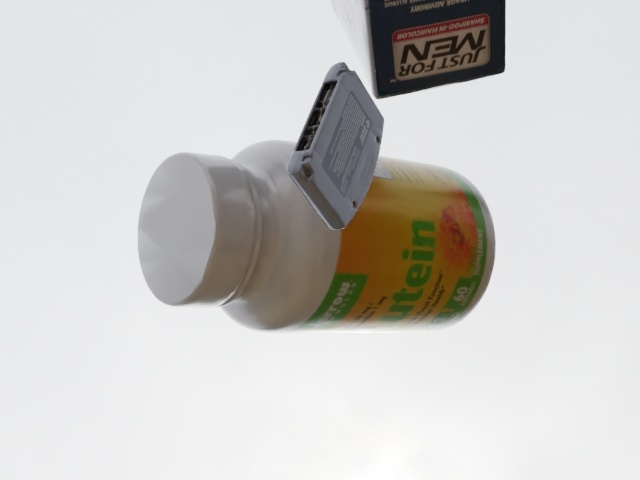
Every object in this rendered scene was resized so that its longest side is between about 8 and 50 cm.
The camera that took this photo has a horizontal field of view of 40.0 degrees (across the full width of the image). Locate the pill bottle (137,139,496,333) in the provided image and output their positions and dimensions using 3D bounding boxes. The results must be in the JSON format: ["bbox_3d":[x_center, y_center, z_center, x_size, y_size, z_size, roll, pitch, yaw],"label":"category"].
[{"bbox_3d":[0.000,0.000,0.642,0.246,0.136,0.136,4,-60,-39],"label":"pill bottle"}]

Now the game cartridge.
[{"bbox_3d":[0.011,-0.050,0.482,0.017,0.083,0.056,-7,-42,36],"label":"game cartridge"}]

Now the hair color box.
[{"bbox_3d":[0.052,-0.295,0.600,0.105,0.174,0.347,-11,-51,-3],"label":"hair color box"}]
